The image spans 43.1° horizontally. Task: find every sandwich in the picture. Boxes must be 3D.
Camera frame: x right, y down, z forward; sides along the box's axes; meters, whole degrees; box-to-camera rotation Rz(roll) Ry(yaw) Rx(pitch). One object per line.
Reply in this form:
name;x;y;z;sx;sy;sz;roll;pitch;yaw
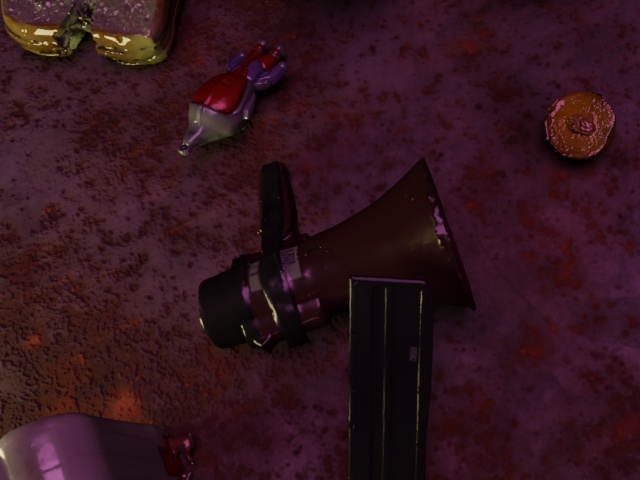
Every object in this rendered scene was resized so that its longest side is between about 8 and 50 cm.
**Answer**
sandwich;-0.339;-0.393;1.244;0.273;0.095;0.249;8;74;9

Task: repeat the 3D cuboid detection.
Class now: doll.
doll;-0.130;-0.204;1.155;0.102;0.075;0.228;19;63;28

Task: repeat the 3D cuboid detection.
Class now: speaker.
speaker;0.005;-0.005;1.014;0.329;0.198;0.259;-13;81;11

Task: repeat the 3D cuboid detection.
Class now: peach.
peach;0.347;-0.148;1.083;0.098;0.061;0.098;-8;74;28

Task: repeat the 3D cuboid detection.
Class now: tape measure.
tape measure;-0.291;0.292;0.900;0.265;0.258;0.130;-29;70;3

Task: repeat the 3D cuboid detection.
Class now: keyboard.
keyboard;0.075;0.123;0.919;0.103;0.041;0.381;3;112;10
